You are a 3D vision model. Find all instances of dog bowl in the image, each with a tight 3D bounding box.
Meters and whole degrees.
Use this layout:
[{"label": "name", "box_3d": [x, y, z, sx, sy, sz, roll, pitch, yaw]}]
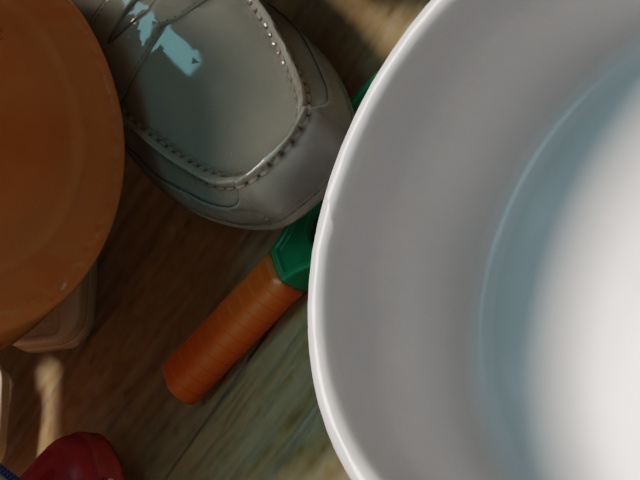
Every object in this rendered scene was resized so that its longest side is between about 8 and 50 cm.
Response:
[{"label": "dog bowl", "box_3d": [0.120, 0.005, 0.724, 0.265, 0.104, 0.265, -23, 57, 41]}]

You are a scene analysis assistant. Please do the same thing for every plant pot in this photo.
[{"label": "plant pot", "box_3d": [-0.234, -0.037, 0.928, 0.203, 0.291, 0.291, -13, 64, 48]}]

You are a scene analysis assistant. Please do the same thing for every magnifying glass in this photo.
[{"label": "magnifying glass", "box_3d": [0.000, 0.000, 0.932, 0.231, 0.026, 0.092, -44, 44, 24]}]

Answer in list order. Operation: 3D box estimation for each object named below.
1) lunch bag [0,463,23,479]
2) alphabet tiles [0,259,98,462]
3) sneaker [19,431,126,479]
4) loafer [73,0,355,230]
[{"label": "lunch bag", "box_3d": [-0.220, 0.244, 0.906, 0.303, 0.243, 0.115, -47, 18, 17]}, {"label": "alphabet tiles", "box_3d": [-0.260, 0.010, 1.138, 0.284, 0.021, 0.278, -8, 70, 24]}, {"label": "sneaker", "box_3d": [-0.198, 0.189, 0.989, 0.087, 0.128, 0.221, 41, 107, 48]}, {"label": "loafer", "box_3d": [-0.088, -0.107, 0.977, 0.112, 0.111, 0.319, -47, 41, -1]}]
